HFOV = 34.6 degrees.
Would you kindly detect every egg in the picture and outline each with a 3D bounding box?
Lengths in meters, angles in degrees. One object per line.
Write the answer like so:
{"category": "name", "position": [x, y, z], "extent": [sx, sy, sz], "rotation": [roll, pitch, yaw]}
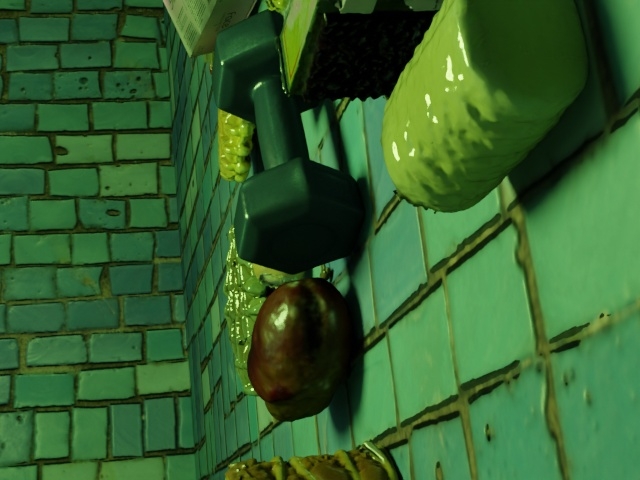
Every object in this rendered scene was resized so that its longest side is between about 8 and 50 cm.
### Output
{"category": "egg", "position": [-0.057, 0.020, 1.459], "extent": [0.080, 0.080, 0.096], "rotation": [121, 158, -67]}

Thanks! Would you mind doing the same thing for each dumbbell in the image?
{"category": "dumbbell", "position": [-0.046, -0.122, 1.247], "extent": [0.160, 0.144, 0.325], "rotation": [103, 161, -53]}

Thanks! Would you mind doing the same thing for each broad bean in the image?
{"category": "broad bean", "position": [-0.030, 0.136, 1.268], "extent": [0.228, 0.122, 0.156], "rotation": [114, 149, -55]}

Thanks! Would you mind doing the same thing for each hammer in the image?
{"category": "hammer", "position": [0.000, 0.000, 1.357], "extent": [0.029, 0.014, 0.123], "rotation": [118, 151, -49]}

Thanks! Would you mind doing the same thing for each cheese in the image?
{"category": "cheese", "position": [0.108, -0.102, 0.704], "extent": [0.167, 0.093, 0.123], "rotation": [121, 154, -60]}

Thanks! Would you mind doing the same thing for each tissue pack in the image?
{"category": "tissue pack", "position": [-0.190, -0.441, 1.766], "extent": [0.149, 0.092, 0.246], "rotation": [64, 156, 8]}

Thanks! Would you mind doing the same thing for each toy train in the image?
{"category": "toy train", "position": [0.026, -0.243, 0.932], "extent": [0.261, 0.134, 0.178], "rotation": [117, 148, -65]}

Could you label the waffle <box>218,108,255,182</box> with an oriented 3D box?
{"category": "waffle", "position": [-0.148, -0.239, 1.776], "extent": [0.309, 0.065, 0.283], "rotation": [121, 150, -71]}

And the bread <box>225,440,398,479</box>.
{"category": "bread", "position": [0.011, 0.314, 0.992], "extent": [0.275, 0.184, 0.114], "rotation": [-119, 25, -64]}

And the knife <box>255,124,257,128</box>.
{"category": "knife", "position": [-0.095, -0.216, 1.703], "extent": [0.222, 0.021, 0.046], "rotation": [169, 101, -77]}

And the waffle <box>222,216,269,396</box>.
{"category": "waffle", "position": [-0.133, 0.115, 1.849], "extent": [0.309, 0.056, 0.292], "rotation": [-107, 20, -44]}

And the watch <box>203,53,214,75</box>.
{"category": "watch", "position": [-0.206, -0.404, 2.027], "extent": [0.268, 0.102, 0.165], "rotation": [92, 167, -54]}
